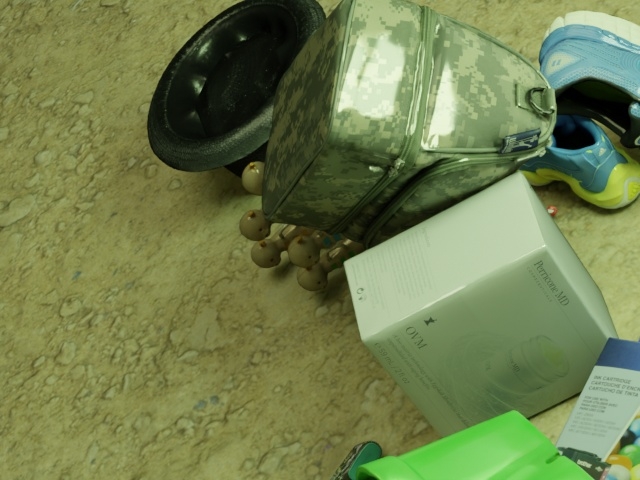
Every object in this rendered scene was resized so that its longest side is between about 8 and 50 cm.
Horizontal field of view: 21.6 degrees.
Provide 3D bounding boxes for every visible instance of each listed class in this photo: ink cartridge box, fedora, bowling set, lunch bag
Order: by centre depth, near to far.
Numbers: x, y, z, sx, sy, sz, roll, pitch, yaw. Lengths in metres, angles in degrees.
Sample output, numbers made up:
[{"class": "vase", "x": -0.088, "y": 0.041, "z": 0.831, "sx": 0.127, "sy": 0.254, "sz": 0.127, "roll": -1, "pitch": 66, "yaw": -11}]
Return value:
[{"class": "ink cartridge box", "x": 0.336, "y": 0.207, "z": 1.703, "sx": 0.186, "sy": 0.065, "sz": 0.311, "roll": 8, "pitch": 56, "yaw": 44}, {"class": "lunch bag", "x": 0.096, "y": -0.119, "z": 1.887, "sx": 0.305, "sy": 0.256, "sz": 0.212, "roll": 132, "pitch": 148, "yaw": -61}, {"class": "bowling set", "x": 0.000, "y": 0.000, "z": 2.109, "sx": 0.154, "sy": 0.287, "sz": 0.200, "roll": -34, "pitch": 65, "yaw": -6}, {"class": "fedora", "x": -0.090, "y": -0.196, "z": 2.402, "sx": 0.334, "sy": 0.152, "sz": 0.334, "roll": -23, "pitch": 41, "yaw": 21}]

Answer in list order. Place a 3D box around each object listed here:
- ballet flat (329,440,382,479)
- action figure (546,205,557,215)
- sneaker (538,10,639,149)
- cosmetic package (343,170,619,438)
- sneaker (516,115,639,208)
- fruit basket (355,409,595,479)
[{"class": "ballet flat", "x": 0.029, "y": 0.279, "z": 1.929, "sx": 0.041, "sy": 0.041, "sz": 0.114, "roll": 21, "pitch": 67, "yaw": 49}, {"class": "action figure", "x": 0.240, "y": -0.005, "z": 2.042, "sx": 0.115, "sy": 0.030, "sz": 0.038, "roll": -35, "pitch": 33, "yaw": 2}, {"class": "sneaker", "x": 0.406, "y": -0.158, "z": 1.923, "sx": 0.330, "sy": 0.129, "sz": 0.147, "roll": 10, "pitch": 57, "yaw": 16}, {"class": "cosmetic package", "x": 0.183, "y": 0.082, "z": 1.838, "sx": 0.225, "sy": 0.224, "sz": 0.138, "roll": -29, "pitch": 39, "yaw": 13}, {"class": "sneaker", "x": 0.287, "y": -0.124, "z": 2.039, "sx": 0.091, "sy": 0.126, "sz": 0.240, "roll": -50, "pitch": 39, "yaw": -14}, {"class": "fruit basket", "x": 0.140, "y": 0.392, "z": 1.491, "sx": 0.392, "sy": 0.283, "sz": 0.392, "roll": -2, "pitch": 52, "yaw": 3}]
